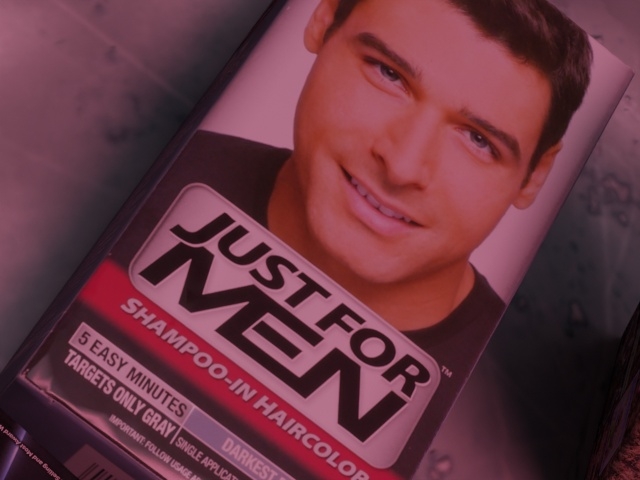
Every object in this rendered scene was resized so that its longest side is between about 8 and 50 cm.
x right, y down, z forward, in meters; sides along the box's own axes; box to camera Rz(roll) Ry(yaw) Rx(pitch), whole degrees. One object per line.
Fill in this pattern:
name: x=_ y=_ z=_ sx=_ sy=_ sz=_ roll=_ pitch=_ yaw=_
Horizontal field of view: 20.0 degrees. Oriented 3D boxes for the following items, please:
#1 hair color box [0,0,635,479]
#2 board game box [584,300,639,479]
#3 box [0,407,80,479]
hair color box: x=0.000 y=0.000 z=0.954 sx=0.185 sy=0.113 sz=0.374 roll=38 pitch=57 yaw=-8
board game box: x=0.281 y=0.076 z=0.923 sx=0.232 sy=0.291 sz=0.141 roll=18 pitch=60 yaw=5
box: x=-0.145 y=0.159 z=0.731 sx=0.180 sy=0.077 sz=0.147 roll=42 pitch=38 yaw=2
